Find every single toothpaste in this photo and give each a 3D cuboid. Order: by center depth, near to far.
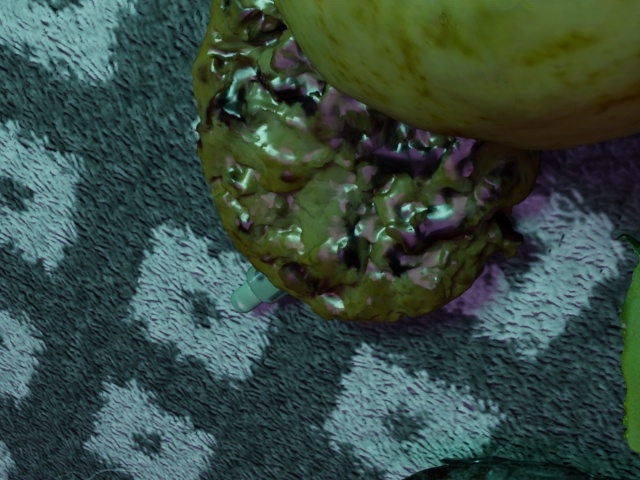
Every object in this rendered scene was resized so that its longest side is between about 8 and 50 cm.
[{"bbox_3d":[0.000,0.000,0.822,0.255,0.037,0.067,-37,97,31],"label":"toothpaste"}]

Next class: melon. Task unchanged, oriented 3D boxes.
[{"bbox_3d":[0.302,0.109,0.750,0.114,0.053,0.261,-1,115,45],"label":"melon"}]

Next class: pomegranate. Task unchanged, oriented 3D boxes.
[{"bbox_3d":[0.121,-0.203,0.499,0.342,0.342,0.342,11,122,19],"label":"pomegranate"}]

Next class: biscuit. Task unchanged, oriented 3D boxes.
[{"bbox_3d":[0.028,-0.078,0.716,0.289,0.081,0.334,-5,112,20],"label":"biscuit"}]

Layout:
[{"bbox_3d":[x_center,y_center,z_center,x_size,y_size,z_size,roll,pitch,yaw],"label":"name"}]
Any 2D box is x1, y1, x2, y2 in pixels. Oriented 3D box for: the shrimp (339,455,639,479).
[{"bbox_3d":[0.170,0.291,0.825,0.372,0.172,0.137,-9,119,21],"label":"shrimp"}]
